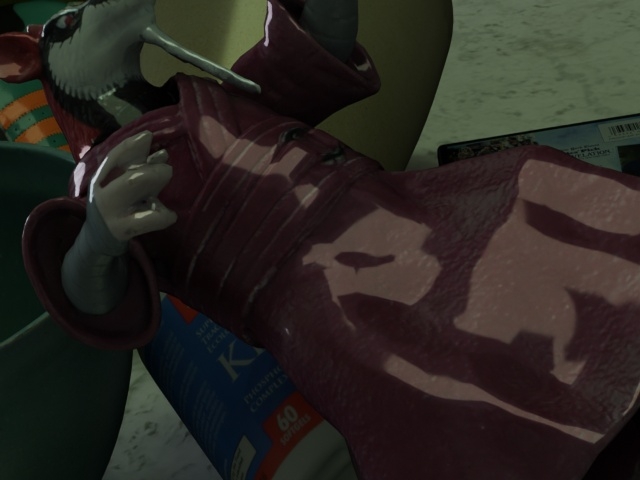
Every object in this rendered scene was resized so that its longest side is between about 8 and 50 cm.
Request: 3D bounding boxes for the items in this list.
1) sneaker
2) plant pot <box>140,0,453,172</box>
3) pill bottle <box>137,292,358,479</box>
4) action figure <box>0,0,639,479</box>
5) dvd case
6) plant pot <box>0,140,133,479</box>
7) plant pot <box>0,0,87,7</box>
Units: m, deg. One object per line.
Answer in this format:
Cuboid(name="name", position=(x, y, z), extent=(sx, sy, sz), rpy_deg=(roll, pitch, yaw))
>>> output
Cuboid(name="sneaker", position=(-0.210, -0.054, 1.075), extent=(0.121, 0.108, 0.302), rpy_deg=(-1, 53, -12))
Cuboid(name="plant pot", position=(-0.039, -0.077, 1.045), extent=(0.256, 0.256, 0.274), rpy_deg=(-4, 45, 12))
Cuboid(name="pill bottle", position=(-0.029, 0.063, 0.818), extent=(0.124, 0.124, 0.221), rpy_deg=(-24, 48, -23))
Cuboid(name="action figure", position=(0.000, 0.000, 0.661), extent=(0.370, 0.276, 0.248), rpy_deg=(33, 56, 22))
Cuboid(name="dvd case", position=(0.182, -0.021, 1.059), extent=(0.180, 0.022, 0.253), rpy_deg=(-9, 29, 5))
Cuboid(name="plant pot", position=(-0.232, 0.097, 0.805), extent=(0.293, 0.196, 0.293), rpy_deg=(-8, 28, 4))
Cuboid(name="plant pot", position=(-0.344, -0.225, 1.260), extent=(0.366, 0.353, 0.366), rpy_deg=(-8, 29, 4))
